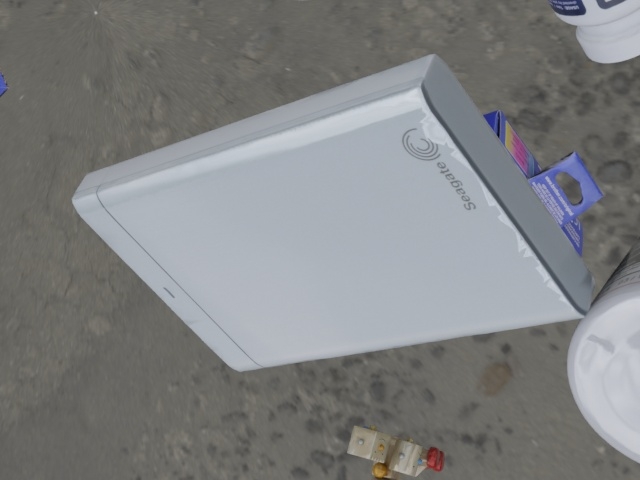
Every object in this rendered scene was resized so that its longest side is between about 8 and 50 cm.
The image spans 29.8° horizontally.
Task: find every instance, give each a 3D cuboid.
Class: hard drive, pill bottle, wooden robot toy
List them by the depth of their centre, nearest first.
[{"bbox_3d":[0.000,0.000,0.934,0.233,0.353,0.047,50,45,-29],"label":"hard drive"},{"bbox_3d":[0.321,0.049,0.980,0.161,0.283,0.161,15,123,25],"label":"pill bottle"},{"bbox_3d":[0.075,0.235,1.195,0.076,0.173,0.079,12,78,22],"label":"wooden robot toy"},{"bbox_3d":[0.328,-0.355,1.451,0.153,0.153,0.265,-35,120,-2],"label":"pill bottle"}]

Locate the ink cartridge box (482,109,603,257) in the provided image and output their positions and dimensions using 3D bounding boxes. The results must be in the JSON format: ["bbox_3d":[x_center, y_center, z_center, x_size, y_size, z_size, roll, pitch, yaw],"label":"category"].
[{"bbox_3d":[0.183,-0.013,1.658,0.395,0.151,0.270,-13,137,32],"label":"ink cartridge box"}]

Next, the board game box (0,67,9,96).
[{"bbox_3d":[-0.602,-0.219,1.560,0.291,0.141,0.232,25,61,22],"label":"board game box"}]
